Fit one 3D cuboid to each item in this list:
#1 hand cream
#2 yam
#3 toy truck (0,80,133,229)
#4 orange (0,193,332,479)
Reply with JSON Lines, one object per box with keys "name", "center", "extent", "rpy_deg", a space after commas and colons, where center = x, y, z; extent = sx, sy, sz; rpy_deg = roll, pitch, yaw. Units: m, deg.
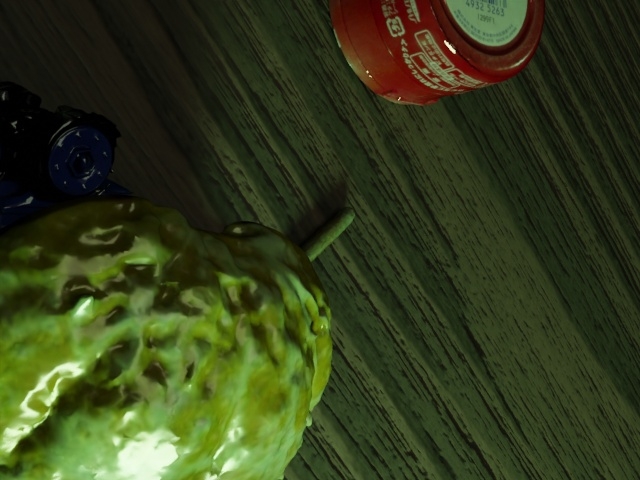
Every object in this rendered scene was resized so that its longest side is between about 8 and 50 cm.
{"name": "hand cream", "center": [0.134, -0.271, 1.244], "extent": [0.230, 0.149, 0.230], "rpy_deg": [4, 84, -41]}
{"name": "yam", "center": [0.000, 0.000, 1.165], "extent": [0.116, 0.021, 0.021], "rpy_deg": [-44, 113, -36]}
{"name": "toy truck", "center": [-0.266, -0.031, 0.854], "extent": [0.213, 0.161, 0.177], "rpy_deg": [-1, 108, -42]}
{"name": "orange", "center": [-0.131, 0.106, 0.827], "extent": [0.368, 0.271, 0.210], "rpy_deg": [9, 46, -45]}
